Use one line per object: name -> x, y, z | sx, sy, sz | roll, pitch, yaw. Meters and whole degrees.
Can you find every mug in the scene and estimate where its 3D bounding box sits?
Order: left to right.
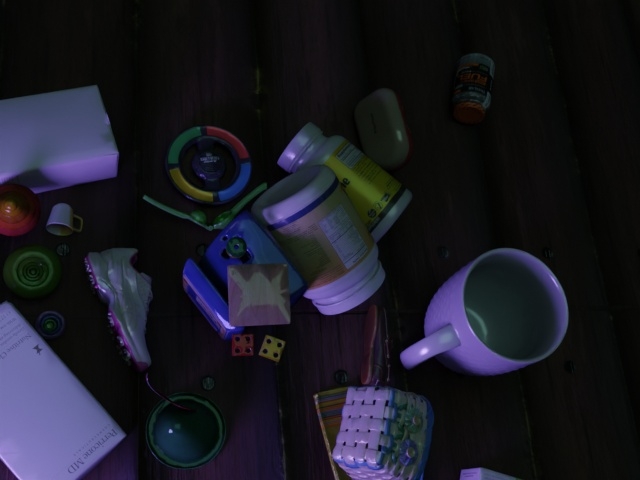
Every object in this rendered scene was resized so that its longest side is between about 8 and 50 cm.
mug -> -0.616, -0.050, 1.770 | 0.062, 0.078, 0.064 | -10, 60, 14
mug -> 0.362, 0.216, 1.812 | 0.374, 0.328, 0.276 | -22, 78, -23

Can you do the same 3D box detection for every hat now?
hat -> -0.297, 0.405, 1.619 | 0.208, 0.183, 0.173 | 11, 68, -13

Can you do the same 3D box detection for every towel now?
towel -> 0.060, 0.477, 1.792 | 0.102, 0.021, 0.237 | -10, 74, -19

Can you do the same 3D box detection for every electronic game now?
electronic game -> -0.289, -0.197, 1.922 | 0.229, 0.048, 0.229 | 6, 69, -15

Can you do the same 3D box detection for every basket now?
basket -> 0.170, 0.478, 1.731 | 0.289, 0.201, 0.254 | 41, 53, -46

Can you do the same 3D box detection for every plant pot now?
plant pot -> -0.192, 0.101, 1.745 | 0.212, 0.236, 0.236 | -37, 85, -18

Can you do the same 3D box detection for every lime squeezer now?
lime squeezer -> -0.282, -0.075, 1.854 | 0.310, 0.110, 0.059 | -6, 34, -15

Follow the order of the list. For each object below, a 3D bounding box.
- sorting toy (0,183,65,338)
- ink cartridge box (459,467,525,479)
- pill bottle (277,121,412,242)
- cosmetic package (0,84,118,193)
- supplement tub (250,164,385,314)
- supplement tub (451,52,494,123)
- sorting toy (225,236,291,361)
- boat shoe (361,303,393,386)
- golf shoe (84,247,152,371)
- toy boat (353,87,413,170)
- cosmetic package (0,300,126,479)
sorting toy -> -0.644, 0.044, 1.633 | 0.127, 0.126, 0.365 | -18, 92, -20
ink cartridge box -> 0.424, 0.706, 1.766 | 0.198, 0.115, 0.273 | 19, 66, -10
pill bottle -> 0.059, -0.151, 1.935 | 0.334, 0.188, 0.188 | 39, 64, 0
cosmetic package -> -0.685, -0.225, 1.752 | 0.365, 0.155, 0.197 | -13, 75, -22
supplement tub -> 0.000, 0.000, 1.795 | 0.228, 0.228, 0.316 | -41, 111, -26
supplement tub -> 0.454, -0.452, 2.208 | 0.117, 0.117, 0.190 | 16, 66, -11
sorting toy -> -0.135, 0.129, 1.610 | 0.132, 0.046, 0.274 | -2, 80, -10
boat shoe -> 0.148, 0.268, 1.873 | 0.073, 0.073, 0.207 | 10, 75, -15
golf shoe -> -0.438, 0.150, 1.714 | 0.140, 0.115, 0.306 | -20, 78, -26
toy boat -> 0.198, -0.306, 2.080 | 0.151, 0.151, 0.231 | 6, 66, -46
cosmetic package -> -0.616, 0.349, 1.558 | 0.385, 0.156, 0.217 | 45, 62, 4
